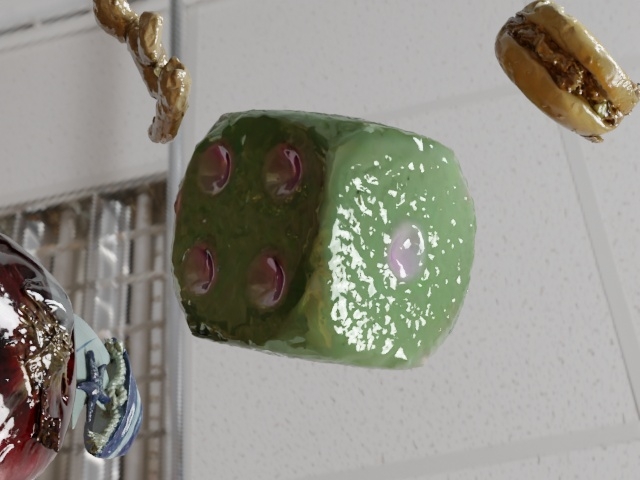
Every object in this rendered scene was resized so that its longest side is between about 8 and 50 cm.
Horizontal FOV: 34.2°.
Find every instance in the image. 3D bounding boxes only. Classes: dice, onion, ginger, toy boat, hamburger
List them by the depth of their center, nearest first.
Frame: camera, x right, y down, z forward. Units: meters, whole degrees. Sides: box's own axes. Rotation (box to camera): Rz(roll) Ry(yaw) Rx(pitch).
[{"bbox_3d":[-0.376,0.125,1.032,0.285,0.273,0.273,-10,-128,24],"label":"onion"},{"bbox_3d":[0.309,-0.217,1.302,0.108,0.214,0.214,-48,-132,21],"label":"hamburger"},{"bbox_3d":[-0.229,-0.256,1.366,0.065,0.258,0.149,-22,-174,-31],"label":"ginger"},{"bbox_3d":[0.000,0.000,1.447,0.330,0.318,0.322,5,-94,46],"label":"dice"},{"bbox_3d":[-0.344,0.210,1.521,0.070,0.291,0.210,-18,-115,11],"label":"toy boat"}]
